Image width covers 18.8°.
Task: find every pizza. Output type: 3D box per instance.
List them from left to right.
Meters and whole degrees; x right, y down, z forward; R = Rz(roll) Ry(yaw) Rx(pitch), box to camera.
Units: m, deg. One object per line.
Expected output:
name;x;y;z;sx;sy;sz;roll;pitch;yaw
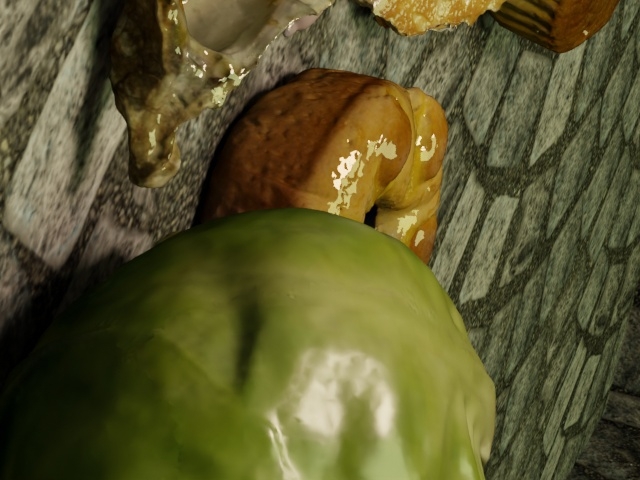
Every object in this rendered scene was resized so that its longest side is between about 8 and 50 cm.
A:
pizza;0.115;-0.264;1.890;0.246;0.058;0.127;-32;127;-36

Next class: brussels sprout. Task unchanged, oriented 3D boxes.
brussels sprout;-0.075;0.182;1.405;0.361;0.342;0.425;22;77;-43

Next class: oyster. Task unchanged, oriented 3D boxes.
oyster;-0.067;-0.244;1.381;0.396;0.111;0.204;-61;143;-26

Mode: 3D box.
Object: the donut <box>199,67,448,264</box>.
donut;0.000;0.000;1.725;0.317;0.150;0.299;-70;163;-1

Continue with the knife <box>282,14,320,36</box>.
knife;0.059;-0.325;1.748;0.398;0.038;0.132;-54;155;-39

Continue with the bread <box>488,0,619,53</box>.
bread;0.292;-0.346;2.271;0.253;0.142;0.227;-39;152;-63
